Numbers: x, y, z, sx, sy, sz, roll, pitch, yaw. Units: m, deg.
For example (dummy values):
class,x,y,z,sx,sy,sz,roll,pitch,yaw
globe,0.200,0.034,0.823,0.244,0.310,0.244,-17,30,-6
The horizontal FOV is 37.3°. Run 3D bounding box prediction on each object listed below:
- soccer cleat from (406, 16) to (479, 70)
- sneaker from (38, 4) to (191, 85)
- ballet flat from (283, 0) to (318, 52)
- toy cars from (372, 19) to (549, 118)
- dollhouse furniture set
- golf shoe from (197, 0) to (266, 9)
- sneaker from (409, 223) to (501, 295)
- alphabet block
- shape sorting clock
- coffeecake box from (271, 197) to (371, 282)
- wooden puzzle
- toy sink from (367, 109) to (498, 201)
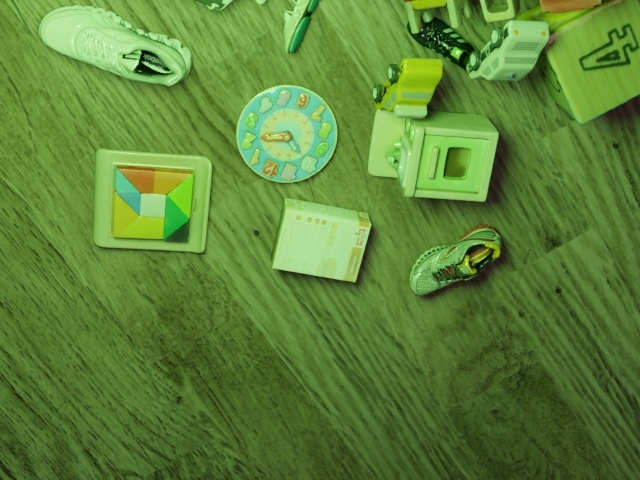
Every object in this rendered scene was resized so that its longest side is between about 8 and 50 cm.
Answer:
class,x,y,z,sx,sy,sz,roll,pitch,yaw
soccer cleat,0.251,-0.385,1.859,0.179,0.072,0.060,28,110,-16
sneaker,-0.390,-0.365,1.797,0.292,0.118,0.110,14,115,-9
ballet flat,-0.040,-0.445,1.828,0.052,0.057,0.168,31,108,12
toy cars,0.258,-0.302,1.783,0.394,0.087,0.176,-15,163,31
dollhouse furniture set,0.346,-0.500,1.699,0.374,0.201,0.152,0,122,35
golf shoe,-0.227,-0.481,1.764,0.273,0.105,0.120,-8,123,0
sneaker,0.291,0.049,2.057,0.225,0.092,0.088,-35,113,12
alphabet block,0.521,-0.373,1.823,0.194,0.192,0.197,-29,113,7
shape sorting clock,-0.068,-0.215,1.933,0.206,0.040,0.206,-2,116,-4
coffeecake box,0.000,0.000,2.024,0.186,0.068,0.142,10,114,-9
wooden puzzle,-0.352,-0.077,1.974,0.239,0.044,0.220,5,115,-7
toy sink,0.224,-0.175,1.924,0.234,0.131,0.152,5,114,-6
